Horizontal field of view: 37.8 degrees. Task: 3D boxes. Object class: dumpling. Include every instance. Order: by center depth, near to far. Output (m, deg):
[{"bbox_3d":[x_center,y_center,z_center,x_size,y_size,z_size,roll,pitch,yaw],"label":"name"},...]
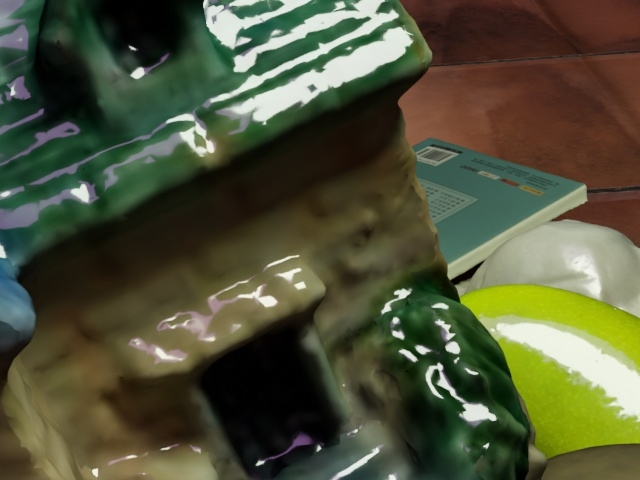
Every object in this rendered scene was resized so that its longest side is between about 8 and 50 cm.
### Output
[{"bbox_3d":[0.211,0.066,0.876,0.193,0.147,0.258,-31,23,-24],"label":"dumpling"}]

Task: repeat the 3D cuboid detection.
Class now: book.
[{"bbox_3d":[0.077,-0.018,1.051,0.379,0.031,0.264,-27,32,-29],"label":"book"}]

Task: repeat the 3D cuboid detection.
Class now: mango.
[{"bbox_3d":[0.206,0.137,0.703,0.293,0.143,0.175,34,78,19],"label":"mango"}]

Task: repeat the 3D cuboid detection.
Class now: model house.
[{"bbox_3d":[-0.158,0.016,0.459,0.445,0.400,0.395,-24,25,-15],"label":"model house"}]

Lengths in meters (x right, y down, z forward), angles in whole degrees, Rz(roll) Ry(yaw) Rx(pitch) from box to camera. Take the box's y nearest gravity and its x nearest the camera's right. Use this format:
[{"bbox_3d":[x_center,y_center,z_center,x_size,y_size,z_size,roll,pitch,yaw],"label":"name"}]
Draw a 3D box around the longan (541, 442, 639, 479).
[{"bbox_3d":[0.187,0.229,0.517,0.246,0.246,0.215,10,6,22],"label":"longan"}]
